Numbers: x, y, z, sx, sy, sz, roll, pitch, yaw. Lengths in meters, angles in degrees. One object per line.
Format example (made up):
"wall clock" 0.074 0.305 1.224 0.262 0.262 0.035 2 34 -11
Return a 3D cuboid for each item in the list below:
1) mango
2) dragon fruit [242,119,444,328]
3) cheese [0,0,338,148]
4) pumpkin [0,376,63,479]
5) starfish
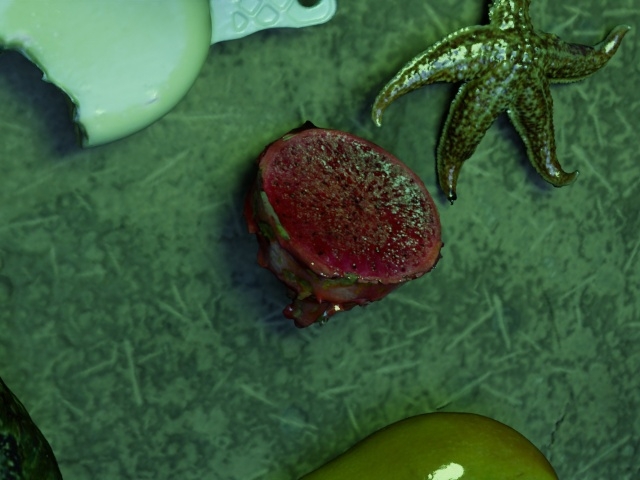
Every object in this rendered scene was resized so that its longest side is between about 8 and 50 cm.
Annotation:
"mango" 0.068 0.208 1.187 0.253 0.113 0.138 -9 114 -10
"dragon fruit" 0.000 0.000 1.104 0.153 0.153 0.111 13 135 -24
"cheese" -0.117 -0.168 1.014 0.249 0.071 0.163 -31 116 -8
"pumpkin" -0.284 0.247 0.999 0.325 0.242 0.232 -42 108 2
"starfish" 0.140 -0.138 1.129 0.213 0.057 0.238 0 108 -28
